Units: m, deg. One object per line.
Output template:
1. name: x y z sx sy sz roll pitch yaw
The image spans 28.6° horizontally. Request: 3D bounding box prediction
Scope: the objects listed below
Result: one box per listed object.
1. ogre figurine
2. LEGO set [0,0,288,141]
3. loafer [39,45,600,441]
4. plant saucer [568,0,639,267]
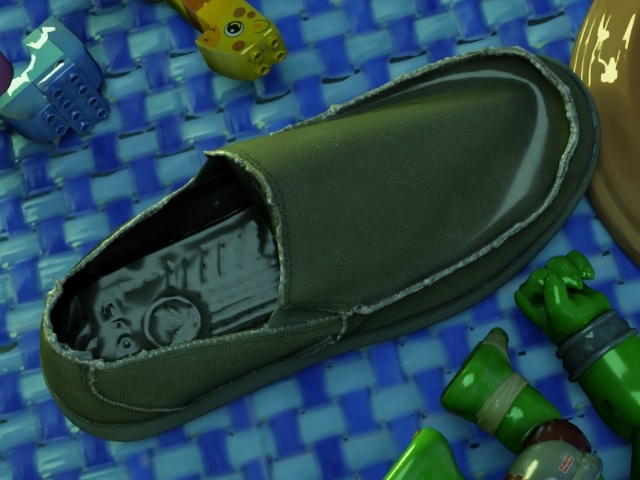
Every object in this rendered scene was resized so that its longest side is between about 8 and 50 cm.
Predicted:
1. ogre figurine: 0.082 0.102 0.447 0.118 0.097 0.197 37 37 8
2. LEGO set: -0.073 -0.098 0.523 0.227 0.087 0.093 -43 60 -7
3. loafer: 0.000 0.000 0.490 0.251 0.087 0.094 -31 74 -3
4. plant saucer: 0.203 -0.060 0.516 0.200 0.037 0.200 -1 75 5
